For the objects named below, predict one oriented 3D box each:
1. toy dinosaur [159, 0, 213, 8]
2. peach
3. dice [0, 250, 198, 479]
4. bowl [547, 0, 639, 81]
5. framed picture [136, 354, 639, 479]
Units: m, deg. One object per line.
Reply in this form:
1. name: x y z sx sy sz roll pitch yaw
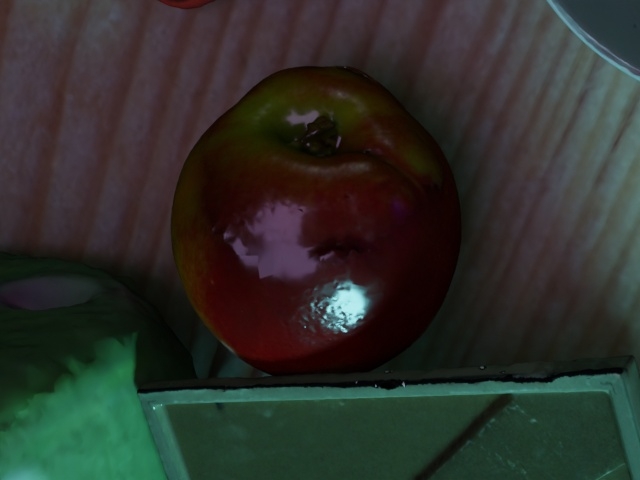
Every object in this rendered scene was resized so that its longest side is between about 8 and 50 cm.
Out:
1. toy dinosaur: -0.034 -0.185 1.016 0.286 0.139 0.070 -9 99 27
2. peach: 0.000 0.000 1.032 0.197 0.197 0.197 7 107 23
3. dice: -0.265 0.195 1.125 0.318 0.330 0.322 7 107 28
4. bowl: 0.247 -0.221 0.872 0.287 0.144 0.287 7 107 24
5. framed picture: 0.059 0.189 0.996 0.335 0.022 0.247 -6 110 33
